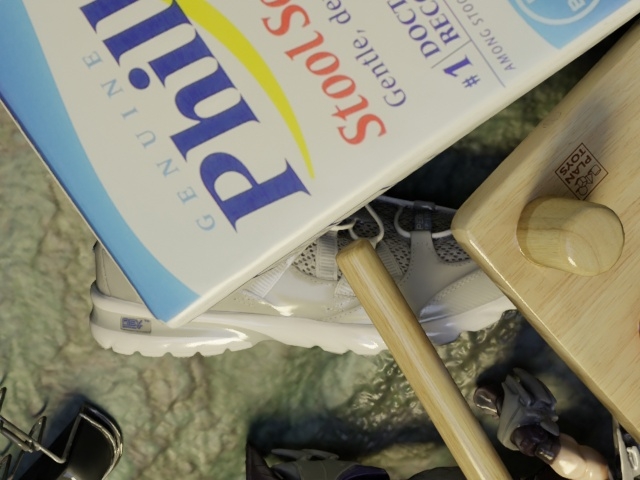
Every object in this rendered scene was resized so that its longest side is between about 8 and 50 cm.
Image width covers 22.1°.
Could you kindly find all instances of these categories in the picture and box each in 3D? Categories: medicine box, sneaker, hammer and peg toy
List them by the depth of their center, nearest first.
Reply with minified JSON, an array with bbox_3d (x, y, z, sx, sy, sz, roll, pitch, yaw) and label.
[{"bbox_3d":[-0.021,-0.147,0.817,0.289,0.149,0.263,-35,90,13],"label":"medicine box"},{"bbox_3d":[0.193,0.025,0.881,0.361,0.127,0.266,-45,108,-9],"label":"hammer and peg toy"},{"bbox_3d":[0.000,0.000,0.949,0.281,0.105,0.115,-5,108,-1],"label":"sneaker"}]

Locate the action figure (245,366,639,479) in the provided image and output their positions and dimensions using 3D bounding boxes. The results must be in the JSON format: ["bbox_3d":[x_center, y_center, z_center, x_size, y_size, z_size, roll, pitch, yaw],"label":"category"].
[{"bbox_3d":[0.098,0.174,1.035,0.285,0.099,0.185,-6,107,-2],"label":"action figure"}]

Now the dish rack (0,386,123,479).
[{"bbox_3d":[-0.287,0.132,1.026,0.271,0.074,0.208,39,107,-14],"label":"dish rack"}]
